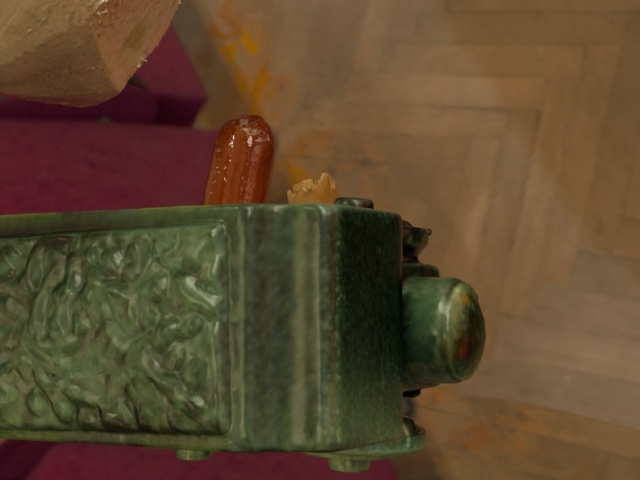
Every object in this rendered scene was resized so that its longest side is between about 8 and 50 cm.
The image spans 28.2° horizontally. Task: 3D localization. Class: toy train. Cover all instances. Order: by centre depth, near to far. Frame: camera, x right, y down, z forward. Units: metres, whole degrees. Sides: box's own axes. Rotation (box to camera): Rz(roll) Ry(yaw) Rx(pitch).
[{"bbox_3d":[-0.064,0.055,0.740,0.299,0.238,0.167,-3,86,30],"label":"toy train"}]

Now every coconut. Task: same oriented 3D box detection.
[{"bbox_3d":[-0.300,-0.298,1.427,0.297,0.297,0.309,9,63,40],"label":"coconut"}]

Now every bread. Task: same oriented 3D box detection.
[{"bbox_3d":[0.002,0.000,1.840,0.085,0.134,0.173,-7,43,-2],"label":"bread"}]

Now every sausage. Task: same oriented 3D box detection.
[{"bbox_3d":[-0.094,-0.044,1.410,0.076,0.076,0.197,7,87,40],"label":"sausage"}]
